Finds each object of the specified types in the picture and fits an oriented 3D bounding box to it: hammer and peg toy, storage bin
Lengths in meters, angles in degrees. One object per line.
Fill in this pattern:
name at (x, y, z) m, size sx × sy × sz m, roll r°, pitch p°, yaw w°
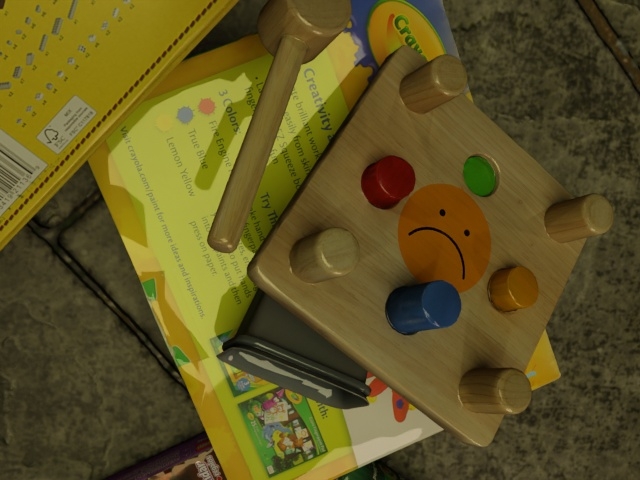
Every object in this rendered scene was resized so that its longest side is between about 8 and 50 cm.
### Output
hammer and peg toy at (0.055, -0.025, 0.655) m, size 0.361 × 0.127 × 0.266 m, roll 38°, pitch 67°, yaw -15°
storage bin at (-0.014, 0.088, 0.723) m, size 0.135 × 0.098 × 0.091 m, roll 26°, pitch 67°, yaw -13°

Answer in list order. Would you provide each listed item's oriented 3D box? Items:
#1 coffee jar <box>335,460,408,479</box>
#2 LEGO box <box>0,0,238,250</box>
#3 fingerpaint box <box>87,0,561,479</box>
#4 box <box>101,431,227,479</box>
coffee jar at (0.075, 0.316, 0.937) m, size 0.184 × 0.096 × 0.079 m, roll 37°, pitch 93°, yaw -16°
LEGO box at (-0.257, -0.166, 0.583) m, size 0.500 × 0.372 × 0.193 m, roll -44°, pitch 119°, yaw 10°
fingerpaint box at (0.000, 0.000, 0.835) m, size 0.371 × 0.163 × 0.445 m, roll -23°, pitch 103°, yaw -7°
box at (-0.157, 0.393, 0.920) m, size 0.201 × 0.057 × 0.293 m, roll -24°, pitch 103°, yaw -6°
